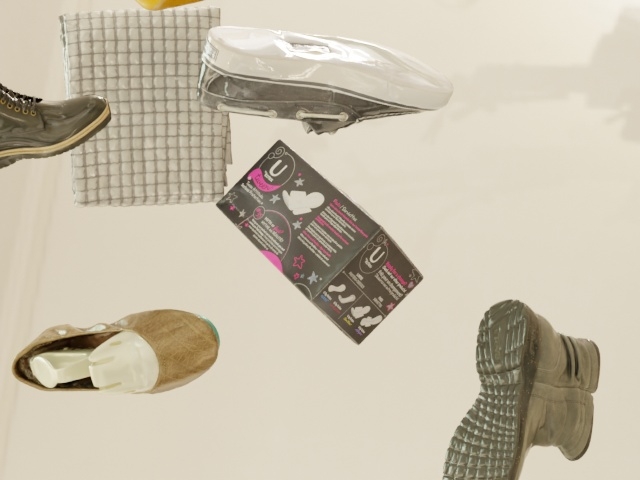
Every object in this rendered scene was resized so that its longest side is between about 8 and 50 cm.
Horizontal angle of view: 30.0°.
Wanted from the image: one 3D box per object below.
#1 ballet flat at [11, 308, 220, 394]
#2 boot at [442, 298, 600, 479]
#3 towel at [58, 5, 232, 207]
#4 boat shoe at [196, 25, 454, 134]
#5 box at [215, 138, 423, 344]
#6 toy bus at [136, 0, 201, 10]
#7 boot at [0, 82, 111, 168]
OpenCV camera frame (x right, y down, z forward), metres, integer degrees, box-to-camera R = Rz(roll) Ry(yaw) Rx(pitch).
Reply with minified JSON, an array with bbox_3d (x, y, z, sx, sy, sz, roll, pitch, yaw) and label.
[{"bbox_3d":[-0.291,0.160,1.597,0.124,0.342,0.116,-23,-75,-51],"label":"ballet flat"},{"bbox_3d":[0.217,0.192,1.192,0.161,0.083,0.247,31,-113,-36],"label":"boot"},{"bbox_3d":[-0.252,-0.192,1.721,0.121,0.234,0.284,-155,61,-69],"label":"towel"},{"bbox_3d":[0.005,-0.173,1.392,0.108,0.301,0.102,-112,33,-51],"label":"boat shoe"},{"bbox_3d":[0.000,0.000,1.684,0.247,0.142,0.163,44,179,39],"label":"box"},{"bbox_3d":[-0.092,-0.371,1.122,0.108,0.130,0.333,-25,-26,-47],"label":"toy bus"},{"bbox_3d":[-0.366,-0.168,1.448,0.077,0.197,0.137,-116,7,-50],"label":"boot"}]
